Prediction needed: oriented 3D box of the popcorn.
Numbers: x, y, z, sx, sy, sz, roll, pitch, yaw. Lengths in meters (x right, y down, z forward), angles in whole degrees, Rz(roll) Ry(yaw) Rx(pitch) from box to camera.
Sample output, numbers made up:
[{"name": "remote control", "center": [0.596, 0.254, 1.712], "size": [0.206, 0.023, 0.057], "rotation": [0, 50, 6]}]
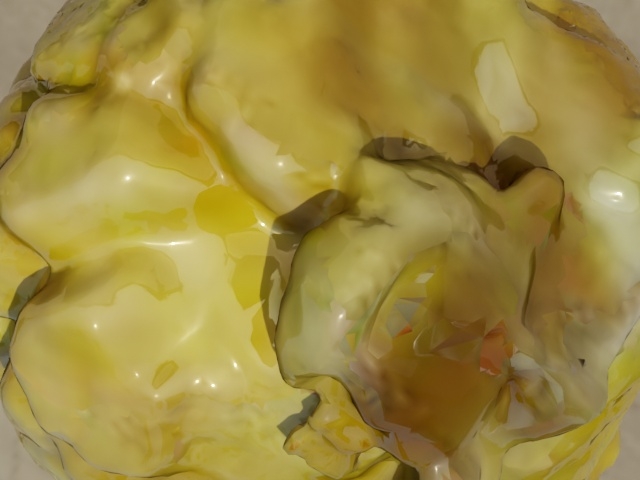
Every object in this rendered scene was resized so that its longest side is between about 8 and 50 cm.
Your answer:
[{"name": "popcorn", "center": [0.002, 0.005, 0.971], "size": [0.354, 0.344, 0.390], "rotation": [12, 157, 9]}]
